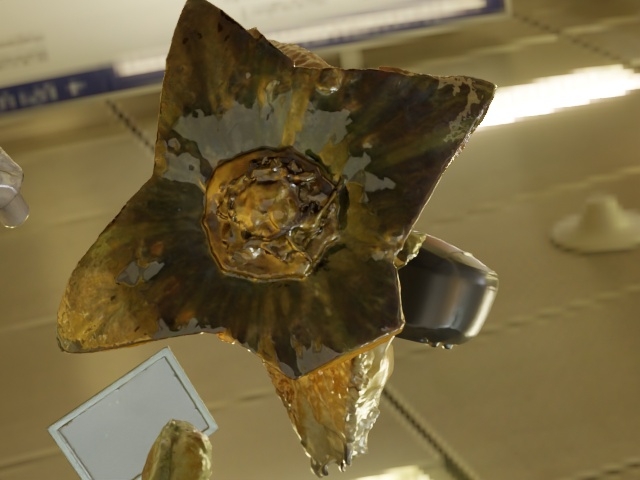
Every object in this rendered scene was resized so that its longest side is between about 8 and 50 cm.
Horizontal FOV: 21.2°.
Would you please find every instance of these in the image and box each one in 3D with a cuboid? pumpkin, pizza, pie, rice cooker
[{"bbox_3d":[-0.040,-0.017,1.237,0.258,0.290,0.095,19,177,17],"label":"pumpkin"},{"bbox_3d":[-0.006,-0.031,1.525,0.080,0.434,0.392,-19,167,-23],"label":"pizza"},{"bbox_3d":[-0.148,0.313,1.617,0.067,0.302,0.302,8,-159,-5],"label":"pie"},{"bbox_3d":[0.089,0.047,1.847,0.203,0.118,0.142,13,180,25],"label":"rice cooker"}]

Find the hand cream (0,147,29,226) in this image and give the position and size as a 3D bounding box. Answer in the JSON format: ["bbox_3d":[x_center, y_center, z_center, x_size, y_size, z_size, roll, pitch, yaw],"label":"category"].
[{"bbox_3d":[-0.304,-0.091,1.282,0.050,0.257,0.084,-30,-141,18],"label":"hand cream"}]

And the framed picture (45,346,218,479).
[{"bbox_3d":[-0.237,0.237,2.167,0.183,0.142,0.011,-35,-154,-10],"label":"framed picture"}]
